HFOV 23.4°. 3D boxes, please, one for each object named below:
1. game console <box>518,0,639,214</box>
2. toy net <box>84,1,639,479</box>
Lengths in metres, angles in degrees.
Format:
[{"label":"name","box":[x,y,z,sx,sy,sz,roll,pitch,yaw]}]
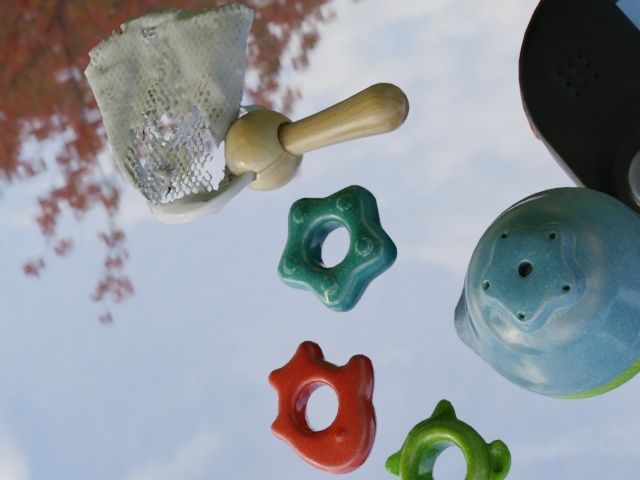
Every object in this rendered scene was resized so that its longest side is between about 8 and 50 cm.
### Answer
[{"label":"game console","box":[0.317,-0.095,0.747,0.386,0.342,0.060,-44,155,20]},{"label":"toy net","box":[0.000,0.000,0.530,0.232,0.045,0.122,32,-85,32]}]
